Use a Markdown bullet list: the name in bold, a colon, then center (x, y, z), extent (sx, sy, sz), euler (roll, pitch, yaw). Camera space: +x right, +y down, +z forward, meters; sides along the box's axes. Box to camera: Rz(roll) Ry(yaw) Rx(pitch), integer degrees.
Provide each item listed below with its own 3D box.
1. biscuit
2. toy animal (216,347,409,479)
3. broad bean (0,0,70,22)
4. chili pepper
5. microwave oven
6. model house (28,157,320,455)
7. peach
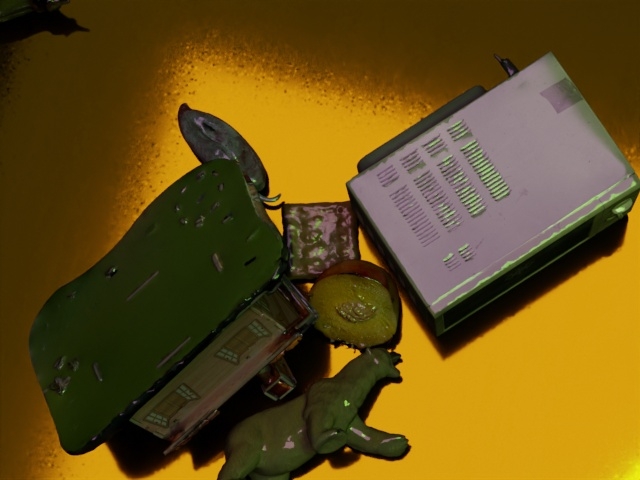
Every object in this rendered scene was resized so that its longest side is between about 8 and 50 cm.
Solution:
- **biscuit**: center (0.000, 0.000, 1.769), extent (0.081, 0.018, 0.083), euler (-4, 77, 5)
- **toy animal**: center (-0.008, 0.186, 1.698), extent (0.218, 0.103, 0.101), euler (-30, 52, 6)
- **broad bean**: center (-0.430, -0.286, 1.859), extent (0.339, 0.061, 0.077), euler (17, 72, 9)
- **chili pepper**: center (-0.101, -0.093, 1.791), extent (0.050, 0.041, 0.153), euler (-26, 70, -44)
- **microwave oven**: center (0.165, -0.049, 1.697), extent (0.240, 0.145, 0.194), euler (-33, 76, -2)
- **model house**: center (-0.126, 0.086, 1.700), extent (0.294, 0.154, 0.207), euler (-42, 43, 12)
- **peach**: center (0.037, 0.060, 1.730), extent (0.098, 0.098, 0.061), euler (8, 33, 12)
